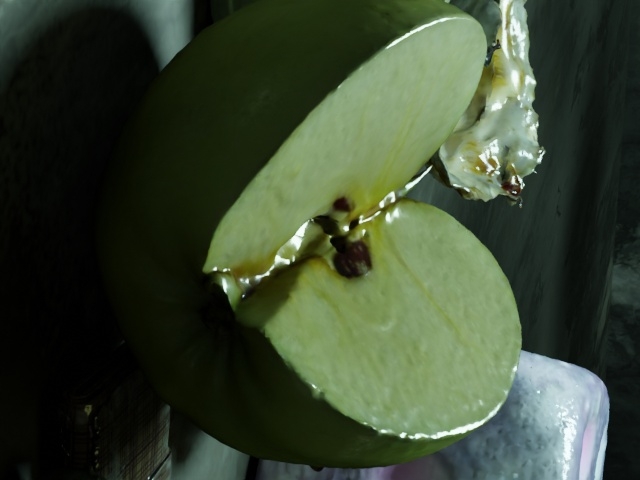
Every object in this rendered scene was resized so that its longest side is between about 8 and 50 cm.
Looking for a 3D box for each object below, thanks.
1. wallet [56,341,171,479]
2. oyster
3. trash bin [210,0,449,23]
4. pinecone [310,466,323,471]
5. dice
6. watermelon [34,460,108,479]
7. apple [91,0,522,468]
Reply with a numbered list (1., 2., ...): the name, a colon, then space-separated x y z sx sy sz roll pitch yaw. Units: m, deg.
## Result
1. wallet: -0.137 0.179 1.260 0.124 0.042 0.230 -45 142 -59
2. oyster: 0.159 -0.202 1.903 0.198 0.133 0.337 30 68 -71
3. trash bin: 0.016 -0.248 1.402 0.247 0.121 0.243 -36 134 -63
4. pinecone: 0.002 0.079 1.426 0.208 0.207 0.208 10 90 -75
5. dice: 0.101 0.223 1.708 0.271 0.270 0.270 37 65 -73
6. watermelon: -0.153 0.185 1.148 0.078 0.078 0.111 25 74 -74
7. apple: -0.017 -0.006 1.200 0.258 0.233 0.295 -33 116 -45
